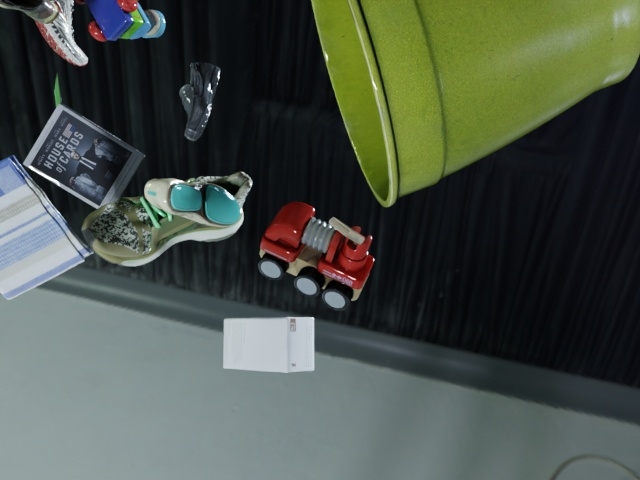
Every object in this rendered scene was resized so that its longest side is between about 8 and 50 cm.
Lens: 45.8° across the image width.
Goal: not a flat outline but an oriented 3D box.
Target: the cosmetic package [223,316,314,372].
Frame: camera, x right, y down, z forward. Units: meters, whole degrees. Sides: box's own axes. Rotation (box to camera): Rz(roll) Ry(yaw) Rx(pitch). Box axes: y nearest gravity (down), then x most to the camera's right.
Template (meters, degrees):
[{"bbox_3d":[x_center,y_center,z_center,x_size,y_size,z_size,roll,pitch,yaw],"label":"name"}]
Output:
[{"bbox_3d":[-0.115,0.224,1.648,0.085,0.118,0.231,5,-7,-43],"label":"cosmetic package"}]

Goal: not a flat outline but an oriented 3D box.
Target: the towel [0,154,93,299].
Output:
[{"bbox_3d":[-0.618,-0.019,1.513,0.209,0.285,0.034,-29,40,-2],"label":"towel"}]

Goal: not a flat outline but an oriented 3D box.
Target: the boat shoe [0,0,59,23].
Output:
[{"bbox_3d":[-0.515,-0.420,1.288,0.152,0.049,0.056,24,75,11],"label":"boat shoe"}]

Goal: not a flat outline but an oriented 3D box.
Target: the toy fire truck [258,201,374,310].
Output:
[{"bbox_3d":[0.000,0.000,1.440,0.217,0.246,0.158,25,45,6],"label":"toy fire truck"}]

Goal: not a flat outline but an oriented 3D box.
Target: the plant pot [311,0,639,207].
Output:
[{"bbox_3d":[0.198,-0.268,0.978,0.352,0.367,0.367,-17,40,-3],"label":"plant pot"}]

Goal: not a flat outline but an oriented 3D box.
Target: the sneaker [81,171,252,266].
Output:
[{"bbox_3d":[-0.310,-0.078,1.607,0.410,0.182,0.158,-21,69,-44],"label":"sneaker"}]

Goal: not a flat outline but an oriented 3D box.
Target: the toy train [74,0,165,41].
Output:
[{"bbox_3d":[-0.401,-0.491,1.443,0.248,0.105,0.143,59,27,9],"label":"toy train"}]

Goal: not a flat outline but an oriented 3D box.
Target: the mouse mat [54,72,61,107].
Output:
[{"bbox_3d":[-0.743,-0.380,2.159,0.007,0.153,0.189,-7,-3,-21],"label":"mouse mat"}]

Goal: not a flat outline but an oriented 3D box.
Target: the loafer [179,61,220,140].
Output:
[{"bbox_3d":[-0.282,-0.316,1.711,0.078,0.076,0.223,15,54,-11],"label":"loafer"}]

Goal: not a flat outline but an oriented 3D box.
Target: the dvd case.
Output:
[{"bbox_3d":[-0.583,-0.200,1.877,0.238,0.179,0.029,32,6,-12],"label":"dvd case"}]

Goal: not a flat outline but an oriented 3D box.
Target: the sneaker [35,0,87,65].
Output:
[{"bbox_3d":[-0.506,-0.441,1.463,0.092,0.225,0.088,-33,35,-17],"label":"sneaker"}]

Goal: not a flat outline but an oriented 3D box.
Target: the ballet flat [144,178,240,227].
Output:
[{"bbox_3d":[-0.251,-0.075,1.480,0.086,0.086,0.248,28,4,27],"label":"ballet flat"}]
